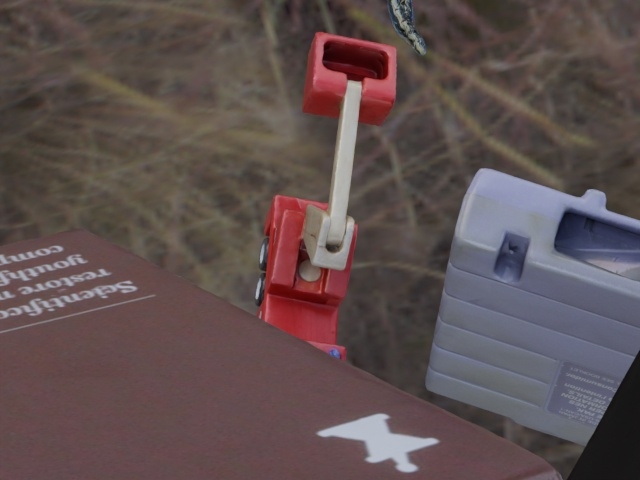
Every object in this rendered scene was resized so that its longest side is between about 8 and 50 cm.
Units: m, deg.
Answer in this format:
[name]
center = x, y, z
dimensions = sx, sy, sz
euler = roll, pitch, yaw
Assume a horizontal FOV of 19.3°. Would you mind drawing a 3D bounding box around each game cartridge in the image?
[game cartridge]
center = 0.237, 0.078, 1.034
dimensions = 0.355, 0.230, 0.068
euler = 18, 70, 7

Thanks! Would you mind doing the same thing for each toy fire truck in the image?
[toy fire truck]
center = 0.000, 0.000, 1.021
dimensions = 0.047, 0.135, 0.192
euler = 10, 61, -9

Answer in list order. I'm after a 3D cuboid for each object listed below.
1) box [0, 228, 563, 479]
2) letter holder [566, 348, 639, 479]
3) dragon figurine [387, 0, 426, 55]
[box]
center = -0.073, 0.127, 0.379
dimensions = 0.168, 0.167, 0.203
euler = -12, 114, -38
[letter holder]
center = 0.186, 0.192, 0.725
dimensions = 0.214, 0.152, 0.302
euler = 23, 105, -15
[dragon figurine]
center = 0.058, -0.227, 0.745
dimensions = 0.289, 0.085, 0.144
euler = -61, 148, -14
